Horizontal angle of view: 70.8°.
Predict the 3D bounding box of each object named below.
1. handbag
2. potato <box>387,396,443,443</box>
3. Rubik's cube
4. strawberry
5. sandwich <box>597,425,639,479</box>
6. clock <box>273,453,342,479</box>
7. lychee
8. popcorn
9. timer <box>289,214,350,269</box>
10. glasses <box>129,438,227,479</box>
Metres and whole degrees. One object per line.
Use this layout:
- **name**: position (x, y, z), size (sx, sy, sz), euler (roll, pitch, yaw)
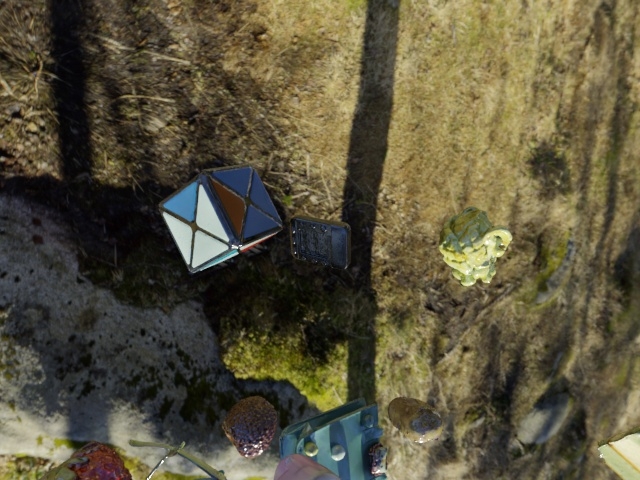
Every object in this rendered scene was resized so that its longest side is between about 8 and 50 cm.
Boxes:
- **handbag**: position (0.046, 0.550, 1.088), size (0.273, 0.100, 0.269), euler (-4, 86, -32)
- **potato**: position (0.262, 0.498, 1.285), size (0.100, 0.171, 0.090), euler (-29, 128, -52)
- **Rubik's cube**: position (-0.310, -0.074, 1.411), size (0.248, 0.249, 0.247), euler (-25, 89, -54)
- **strawberry**: position (-0.686, 0.804, 1.379), size (0.292, 0.292, 0.344), euler (-43, 103, -12)
- **sandwich**: position (0.566, 0.305, 0.641), size (0.198, 0.227, 0.155), euler (-35, 152, -28)
- **clock**: position (-0.032, 0.388, 0.465), size (0.227, 0.090, 0.248), euler (-31, 102, -29)
- **lychee**: position (-0.232, 0.627, 1.533), size (0.188, 0.188, 0.188), euler (-12, 113, -29)
- **popcorn**: position (0.305, 0.005, 0.912), size (0.135, 0.142, 0.162), euler (14, 144, -4)
- **timer**: position (0.000, 0.000, 1.316), size (0.055, 0.187, 0.144), euler (-47, 142, -50)
- **glasses**: position (-0.349, 0.539, 1.025), size (0.238, 0.102, 0.207), euler (-18, 123, 11)
